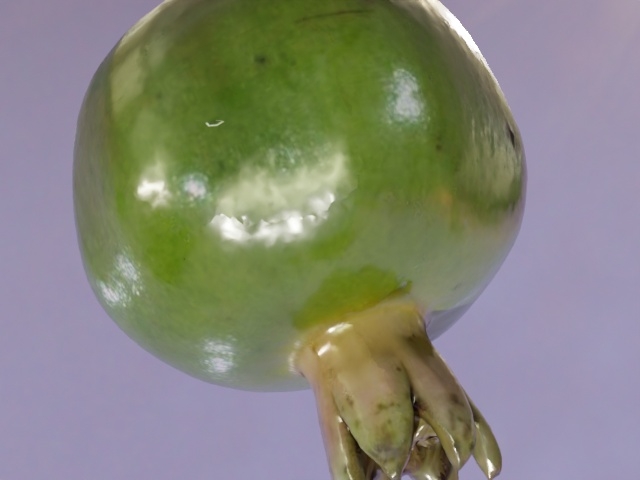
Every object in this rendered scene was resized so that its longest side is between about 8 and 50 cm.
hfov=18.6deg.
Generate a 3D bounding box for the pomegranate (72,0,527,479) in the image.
[{"bbox_3d":[0.000,0.001,0.765,0.187,0.187,0.225,-2,-122,-34],"label":"pomegranate"}]
